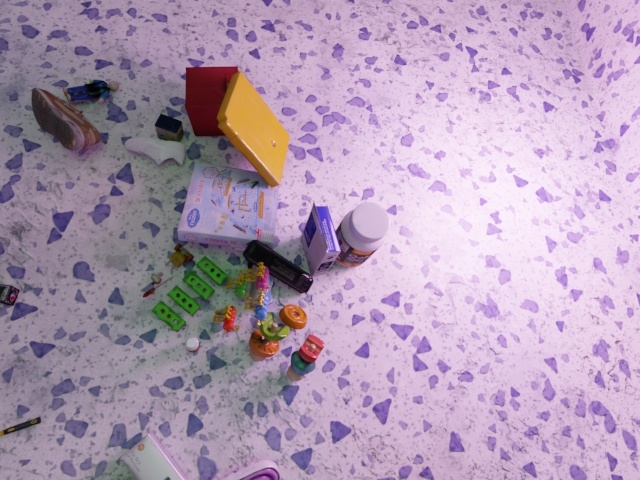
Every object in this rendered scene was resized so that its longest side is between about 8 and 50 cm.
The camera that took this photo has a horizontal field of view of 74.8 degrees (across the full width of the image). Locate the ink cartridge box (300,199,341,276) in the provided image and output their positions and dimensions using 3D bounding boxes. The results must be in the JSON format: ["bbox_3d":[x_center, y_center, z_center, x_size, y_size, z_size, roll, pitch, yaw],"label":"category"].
[{"bbox_3d":[0.000,0.000,1.407,0.065,0.333,0.165,-12,74,-13],"label":"ink cartridge box"}]

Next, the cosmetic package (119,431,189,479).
[{"bbox_3d":[-0.456,0.679,1.198,0.099,0.060,0.239,-39,82,-23],"label":"cosmetic package"}]

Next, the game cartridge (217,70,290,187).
[{"bbox_3d":[-0.230,-0.393,1.498,0.052,0.324,0.285,-17,47,27],"label":"game cartridge"}]

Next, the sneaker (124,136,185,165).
[{"bbox_3d":[-0.608,-0.321,1.536,0.212,0.080,0.094,3,81,-13],"label":"sneaker"}]

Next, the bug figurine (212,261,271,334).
[{"bbox_3d":[-0.235,0.187,1.345,0.072,0.279,0.216,28,55,-33],"label":"bug figurine"}]

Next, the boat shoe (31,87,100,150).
[{"bbox_3d":[-0.912,-0.431,1.497,0.324,0.123,0.116,44,33,15],"label":"boat shoe"}]

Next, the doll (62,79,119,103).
[{"bbox_3d":[-0.858,-0.564,1.582,0.189,0.046,0.129,-25,68,-26],"label":"doll"}]

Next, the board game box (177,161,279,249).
[{"bbox_3d":[-0.314,-0.124,1.491,0.318,0.066,0.319,8,54,-9],"label":"board game box"}]

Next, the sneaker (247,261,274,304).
[{"bbox_3d":[-0.203,0.116,1.465,0.086,0.085,0.237,20,56,-40],"label":"sneaker"}]

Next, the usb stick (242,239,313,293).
[{"bbox_3d":[-0.140,0.093,1.433,0.278,0.045,0.077,36,76,-28],"label":"usb stick"}]

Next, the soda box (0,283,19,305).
[{"bbox_3d":[-1.021,0.154,1.268,0.169,0.060,0.053,11,67,-8],"label":"soda box"}]

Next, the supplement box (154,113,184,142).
[{"bbox_3d":[-0.566,-0.416,1.572,0.083,0.083,0.056,20,67,-5],"label":"supplement box"}]

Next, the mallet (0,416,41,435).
[{"bbox_3d":[-0.889,0.547,1.166,0.189,0.039,0.062,-8,70,-19],"label":"mallet"}]

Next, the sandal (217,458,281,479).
[{"bbox_3d":[-0.289,0.762,1.148,0.416,0.102,0.169,-31,111,-22],"label":"sandal"}]

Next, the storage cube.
[{"bbox_3d":[-0.396,-0.521,1.586,0.193,0.215,0.184,-3,71,-7],"label":"storage cube"}]

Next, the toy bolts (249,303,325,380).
[{"bbox_3d":[-0.104,0.349,1.390,0.228,0.158,0.218,35,26,13],"label":"toy bolts"}]

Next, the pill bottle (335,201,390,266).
[{"bbox_3d":[0.137,-0.018,1.474,0.162,0.278,0.162,4,69,-10],"label":"pill bottle"}]

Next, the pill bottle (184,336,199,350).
[{"bbox_3d":[-0.406,0.330,1.327,0.043,0.083,0.043,4,69,-11],"label":"pill bottle"}]

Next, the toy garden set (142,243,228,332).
[{"bbox_3d":[-0.468,0.149,1.404,0.204,0.049,0.244,40,67,2],"label":"toy garden set"}]
